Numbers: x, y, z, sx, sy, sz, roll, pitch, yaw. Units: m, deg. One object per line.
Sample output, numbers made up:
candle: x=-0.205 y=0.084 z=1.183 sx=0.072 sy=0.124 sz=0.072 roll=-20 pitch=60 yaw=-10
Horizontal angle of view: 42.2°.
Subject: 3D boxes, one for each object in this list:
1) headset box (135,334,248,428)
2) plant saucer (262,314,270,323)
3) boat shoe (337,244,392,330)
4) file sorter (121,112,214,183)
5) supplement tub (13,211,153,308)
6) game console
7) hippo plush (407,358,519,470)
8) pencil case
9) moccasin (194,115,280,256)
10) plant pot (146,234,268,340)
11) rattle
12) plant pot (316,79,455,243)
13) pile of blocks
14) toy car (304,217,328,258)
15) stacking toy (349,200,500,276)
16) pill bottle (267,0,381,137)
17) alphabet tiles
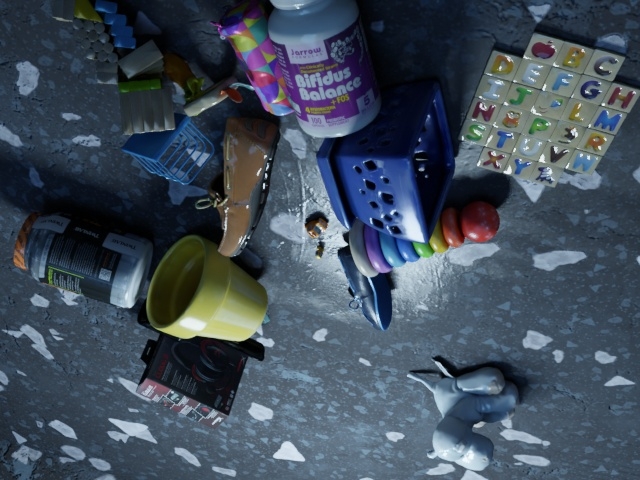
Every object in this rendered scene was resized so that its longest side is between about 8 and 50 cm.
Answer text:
headset box: x=-0.385 y=0.383 z=2.421 sx=0.293 sy=0.218 sz=0.110 roll=29 pitch=137 yaw=-13
plant saucer: x=-0.239 y=0.219 z=2.345 sx=0.192 sy=0.018 sz=0.067 roll=-9 pitch=133 yaw=26
boat shoe: x=0.112 y=0.109 z=2.061 sx=0.089 sy=0.109 sz=0.258 roll=-1 pitch=120 yaw=29
file sorter: x=-0.324 y=-0.200 z=1.786 sx=0.104 sy=0.118 sz=0.170 roll=44 pitch=166 yaw=-35
supplement tub: x=-0.609 y=0.043 z=2.142 sx=0.315 sy=0.194 sz=0.194 roll=18 pitch=139 yaw=-2
game console: x=-0.315 y=0.244 z=2.256 sx=0.361 sy=0.213 sz=0.044 roll=26 pitch=105 yaw=-9
hippo plush: x=0.402 y=0.483 z=2.250 sx=0.294 sy=0.237 sz=0.234 roll=33 pitch=137 yaw=-17
pencil case: x=-0.113 y=-0.353 z=1.611 sx=0.104 sy=0.104 sz=0.236 roll=-11 pitch=131 yaw=28
moccasin: x=-0.195 y=-0.114 z=1.870 sx=0.146 sy=0.139 sz=0.380 roll=17 pitch=139 yaw=1
plant pot: x=-0.276 y=0.144 z=2.122 sx=0.239 sy=0.254 sz=0.254 roll=28 pitch=141 yaw=-36
rattle: x=-0.224 y=-0.327 z=1.644 sx=0.199 sy=0.130 sz=0.143 roll=9 pitch=117 yaw=69
plant pot: x=0.129 y=-0.158 z=1.653 sx=0.212 sy=0.236 sz=0.236 roll=4 pitch=138 yaw=25
pile of blocks: x=-0.405 y=-0.377 z=1.675 sx=0.148 sy=0.112 sz=0.362 roll=-30 pitch=104 yaw=-2
toy car: x=0.000 y=0.000 z=2.004 sx=0.060 sy=0.041 sz=0.122 roll=-5 pitch=134 yaw=24
stacking toy: x=0.237 y=-0.019 z=1.856 sx=0.330 sy=0.141 sz=0.141 roll=-14 pitch=131 yaw=21
pill bottle: x=0.001 y=-0.352 z=1.514 sx=0.169 sy=0.169 sz=0.302 roll=-3 pitch=131 yaw=21
alphabet tiles: x=0.436 y=-0.244 z=1.612 sx=0.285 sy=0.011 sz=0.343 roll=16 pitch=139 yaw=1
